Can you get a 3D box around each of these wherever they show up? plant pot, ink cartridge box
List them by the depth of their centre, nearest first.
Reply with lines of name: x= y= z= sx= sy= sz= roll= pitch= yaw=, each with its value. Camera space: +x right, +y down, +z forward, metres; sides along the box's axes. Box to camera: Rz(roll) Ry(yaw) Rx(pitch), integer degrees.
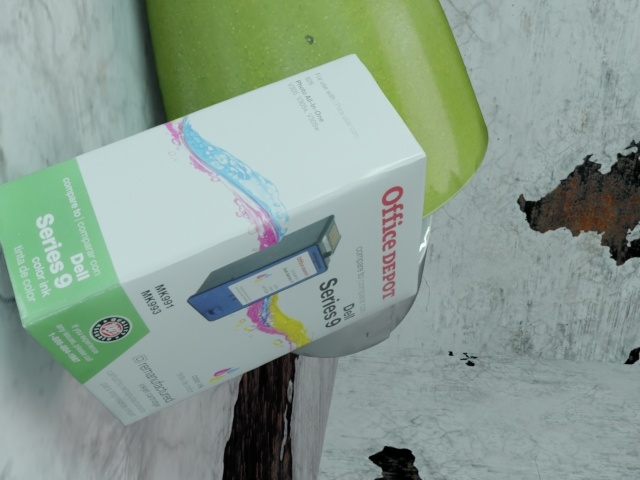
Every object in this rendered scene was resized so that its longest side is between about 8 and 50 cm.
ink cartridge box: x=-0.052 y=0.004 z=0.418 sx=0.093 sy=0.212 sz=0.154 roll=60 pitch=-13 yaw=30
plant pot: x=-0.028 y=-0.181 z=0.570 sx=0.274 sy=0.275 sz=0.293 roll=-79 pitch=154 yaw=-52

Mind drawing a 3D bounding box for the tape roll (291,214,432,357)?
tape roll: x=0.000 y=0.000 z=0.816 sx=0.169 sy=0.246 sz=0.246 roll=78 pitch=16 yaw=-70
